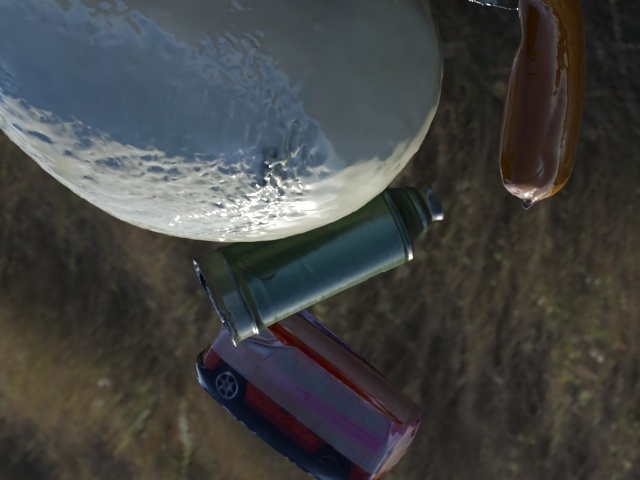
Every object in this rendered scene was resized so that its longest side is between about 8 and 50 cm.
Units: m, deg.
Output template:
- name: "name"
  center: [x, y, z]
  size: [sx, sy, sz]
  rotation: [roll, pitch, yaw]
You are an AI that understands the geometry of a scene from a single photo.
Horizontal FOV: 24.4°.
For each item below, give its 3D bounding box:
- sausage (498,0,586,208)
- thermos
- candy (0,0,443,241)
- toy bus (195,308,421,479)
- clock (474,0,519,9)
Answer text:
- name: "sausage"
  center: [0.165, -0.109, 1.081]
  size: [0.054, 0.062, 0.183]
  rotation: [21, 113, 40]
- name: "thermos"
  center: [0.001, 0.003, 1.119]
  size: [0.073, 0.188, 0.083]
  rotation: [108, 137, -78]
- name: "candy"
  center: [-0.073, -0.101, 0.793]
  size: [0.295, 0.295, 0.185]
  rotation: [25, 115, 32]
- name: "toy bus"
  center: [-0.015, 0.202, 1.961]
  size: [0.303, 0.147, 0.127]
  rotation: [38, -160, 15]
- name: "clock"
  center: [0.125, -0.330, 1.735]
  size: [0.313, 0.313, 0.061]
  rotation: [22, 106, 36]
